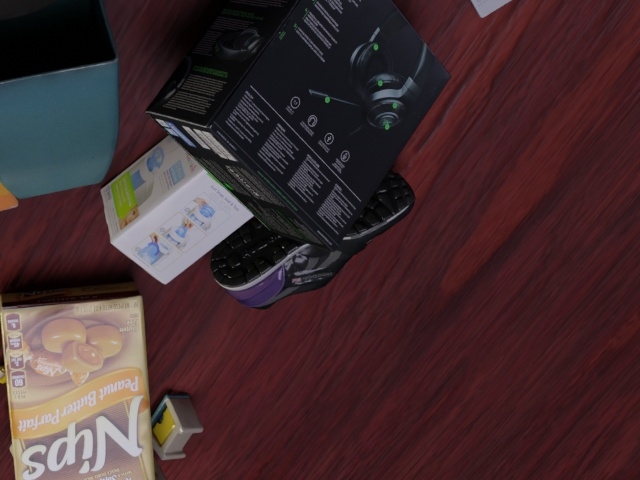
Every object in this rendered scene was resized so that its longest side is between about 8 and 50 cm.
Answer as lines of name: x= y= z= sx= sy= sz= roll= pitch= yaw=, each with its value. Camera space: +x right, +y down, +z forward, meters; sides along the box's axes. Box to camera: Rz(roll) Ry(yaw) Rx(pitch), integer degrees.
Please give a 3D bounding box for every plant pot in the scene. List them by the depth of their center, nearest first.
plant pot: x=-0.312 y=-0.163 z=1.525 sx=0.165 sy=0.166 sz=0.234 roll=-13 pitch=145 yaw=-11

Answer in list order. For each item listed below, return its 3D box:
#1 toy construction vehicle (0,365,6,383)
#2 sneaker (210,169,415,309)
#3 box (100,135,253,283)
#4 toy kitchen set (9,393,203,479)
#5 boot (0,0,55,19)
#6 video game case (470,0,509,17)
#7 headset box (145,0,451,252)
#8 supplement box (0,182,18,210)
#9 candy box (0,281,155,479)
toy construction vehicle: x=-0.393 y=0.175 z=1.878 sx=0.098 sy=0.035 sz=0.086 roll=20 pitch=131 yaw=-27
sneaker: x=0.000 y=0.000 z=1.823 sx=0.283 sy=0.107 sz=0.124 roll=-24 pitch=146 yaw=8
box: x=-0.158 y=-0.063 z=1.692 sx=0.203 sy=0.114 sz=0.103 roll=-37 pitch=129 yaw=13
toy kitchen set: x=-0.305 y=0.282 z=1.959 sx=0.207 sy=0.122 sz=0.166 roll=3 pitch=130 yaw=-45
boot: x=-0.291 y=-0.316 z=1.408 sx=0.305 sy=0.115 sz=0.112 roll=-25 pitch=165 yaw=-20
video game case: x=0.220 y=-0.359 z=1.626 sx=0.143 sy=0.019 sz=0.157 roll=-31 pitch=130 yaw=9
headset box: x=-0.014 y=-0.177 z=1.561 sx=0.246 sy=0.131 sz=0.283 roll=44 pitch=74 yaw=-39
supplement box: x=-0.427 y=-0.133 z=1.578 sx=0.078 sy=0.080 sz=0.233 roll=-18 pitch=133 yaw=-3
candy box: x=-0.320 y=0.222 z=1.815 sx=0.182 sy=0.087 sz=0.317 roll=-5 pitch=102 yaw=-12
